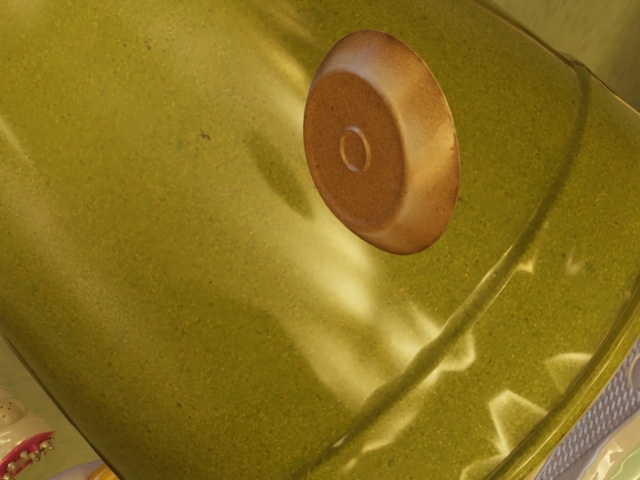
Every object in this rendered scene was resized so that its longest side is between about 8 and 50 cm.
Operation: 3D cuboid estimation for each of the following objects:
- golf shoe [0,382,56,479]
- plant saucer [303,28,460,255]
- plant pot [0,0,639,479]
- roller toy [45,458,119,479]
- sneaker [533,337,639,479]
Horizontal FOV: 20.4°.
[{"bbox_3d":[-0.360,0.198,1.896,0.115,0.306,0.140,-41,90,-20],"label":"golf shoe"},{"bbox_3d":[0.017,-0.034,0.640,0.015,0.083,0.083,-16,83,-35],"label":"plant saucer"},{"bbox_3d":[-0.058,-0.047,0.951,0.353,0.366,0.366,42,87,-16],"label":"plant pot"},{"bbox_3d":[-0.154,0.257,1.305,0.191,0.209,0.146,-34,52,0],"label":"roller toy"},{"bbox_3d":[0.279,0.170,1.432,0.151,0.094,0.256,25,107,-23],"label":"sneaker"}]
